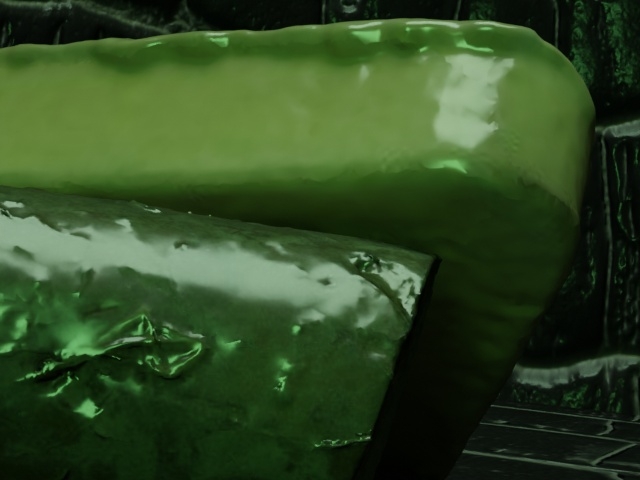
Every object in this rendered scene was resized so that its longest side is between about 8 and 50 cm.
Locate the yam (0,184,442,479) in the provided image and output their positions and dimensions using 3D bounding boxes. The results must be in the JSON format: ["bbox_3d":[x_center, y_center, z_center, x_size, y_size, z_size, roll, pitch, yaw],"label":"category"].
[{"bbox_3d":[-0.087,0.057,0.710,0.268,0.161,0.161,11,-2,-4],"label":"yam"}]

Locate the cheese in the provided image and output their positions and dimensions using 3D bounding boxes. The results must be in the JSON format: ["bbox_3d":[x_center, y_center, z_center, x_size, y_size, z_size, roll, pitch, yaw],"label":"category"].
[{"bbox_3d":[0.001,0.001,0.855,0.384,0.104,0.384,12,-32,7],"label":"cheese"}]
